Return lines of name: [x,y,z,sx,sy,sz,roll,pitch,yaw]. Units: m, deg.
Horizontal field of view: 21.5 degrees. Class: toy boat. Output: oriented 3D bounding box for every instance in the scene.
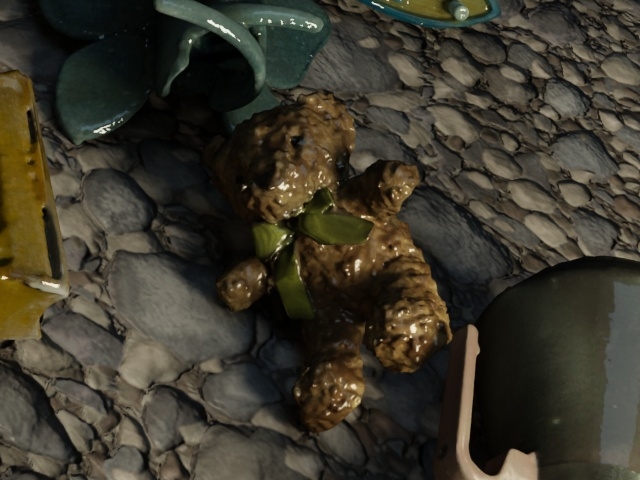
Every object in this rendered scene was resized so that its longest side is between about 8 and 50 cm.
toy boat: [0.119,-0.330,2.141,0.238,0.109,0.098,17,13,-14]

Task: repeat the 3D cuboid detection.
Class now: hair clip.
hair clip: [-0.126,-0.263,1.837,0.392,0.238,0.318,14,51,-18]

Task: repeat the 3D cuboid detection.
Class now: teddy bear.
teddy bear: [-0.001,0.004,1.659,0.222,0.246,0.296,43,25,-24]

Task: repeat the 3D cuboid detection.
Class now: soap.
soap: [-0.380,-0.040,1.557,0.259,0.143,0.281,2,47,-21]

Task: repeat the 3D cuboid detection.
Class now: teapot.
teapot: [0.238,0.193,1.575,0.300,0.253,0.344,31,43,-21]
